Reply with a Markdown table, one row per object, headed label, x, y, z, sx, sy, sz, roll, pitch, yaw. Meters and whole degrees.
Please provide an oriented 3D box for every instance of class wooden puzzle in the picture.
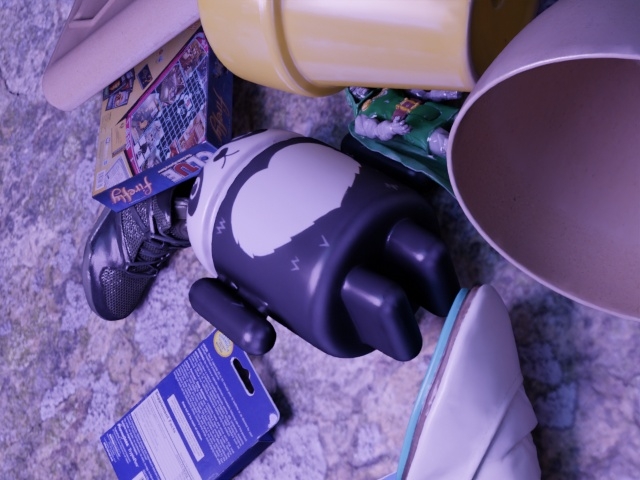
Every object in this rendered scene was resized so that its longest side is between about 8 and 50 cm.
| label | x | y | z | sx | sy | sz | roll | pitch | yaw |
| --- | --- | --- | --- | --- | --- | --- | --- | --- | --- |
| wooden puzzle | -0.150 | -0.325 | 1.185 | 0.322 | 0.080 | 0.348 | -26 | 45 | 40 |

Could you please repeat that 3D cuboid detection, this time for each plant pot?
| label | x | y | z | sx | sy | sz | roll | pitch | yaw |
| --- | --- | --- | --- | --- | --- | --- | --- | --- | --- |
| plant pot | 0.058 | -0.238 | 0.969 | 0.239 | 0.254 | 0.254 | 18 | 98 | 27 |
| plant pot | 0.256 | -0.093 | 0.795 | 0.284 | 0.284 | 0.191 | -2 | 49 | 40 |

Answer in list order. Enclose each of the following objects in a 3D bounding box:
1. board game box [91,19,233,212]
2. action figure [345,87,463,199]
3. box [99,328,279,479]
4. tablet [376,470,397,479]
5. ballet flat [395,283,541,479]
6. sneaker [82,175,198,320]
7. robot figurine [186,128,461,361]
| label | x | y | z | sx | sy | sz | roll | pitch | yaw |
| --- | --- | --- | --- | --- | --- | --- | --- | --- | --- |
| board game box | -0.170 | -0.166 | 1.213 | 0.165 | 0.042 | 0.243 | -22 | 53 | 30 |
| action figure | 0.101 | -0.103 | 1.005 | 0.232 | 0.137 | 0.063 | 27 | 143 | 44 |
| box | -0.138 | 0.206 | 1.206 | 0.225 | 0.036 | 0.136 | -44 | 60 | 22 |
| tablet | 0.056 | 0.262 | 1.067 | 0.083 | 0.006 | 0.054 | -35 | 65 | 33 |
| ballet flat | 0.117 | 0.234 | 0.957 | 0.139 | 0.139 | 0.400 | 31 | 109 | 37 |
| sneaker | -0.191 | 0.001 | 1.245 | 0.130 | 0.087 | 0.228 | 32 | 101 | 44 |
| robot figurine | -0.002 | 0.000 | 1.029 | 0.278 | 0.209 | 0.174 | 31 | 118 | 37 |
